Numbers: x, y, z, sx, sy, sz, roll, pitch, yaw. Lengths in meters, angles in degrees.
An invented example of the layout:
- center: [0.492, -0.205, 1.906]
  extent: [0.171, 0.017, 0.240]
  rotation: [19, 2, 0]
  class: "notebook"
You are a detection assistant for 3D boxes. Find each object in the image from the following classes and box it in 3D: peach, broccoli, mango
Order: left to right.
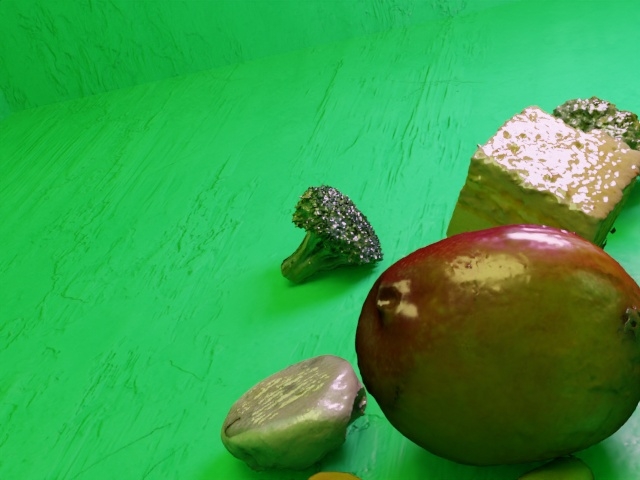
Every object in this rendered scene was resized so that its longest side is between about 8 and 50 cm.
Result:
- center: [0.000, 0.000, 1.857]
  extent: [0.194, 0.194, 0.220]
  rotation: [-23, 51, -9]
  class: "broccoli"
- center: [0.222, 0.135, 1.259]
  extent: [0.372, 0.290, 0.372]
  rotation: [-2, -15, -1]
  class: "peach"
- center: [0.266, 0.307, 1.189]
  extent: [0.091, 0.074, 0.165]
  rotation: [5, 33, 45]
  class: "mango"
- center: [0.542, -0.149, 1.812]
  extent: [0.302, 0.186, 0.254]
  rotation: [17, 4, -32]
  class: "broccoli"

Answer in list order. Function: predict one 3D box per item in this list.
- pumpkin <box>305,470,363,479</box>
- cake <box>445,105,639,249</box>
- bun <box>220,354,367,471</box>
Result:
- center: [-0.004, 0.372, 1.201]
  extent: [0.119, 0.108, 0.183]
  rotation: [12, 32, 34]
  class: "pumpkin"
- center: [0.344, -0.030, 1.588]
  extent: [0.222, 0.286, 0.227]
  rotation: [32, 47, 20]
  class: "cake"
- center: [-0.029, 0.256, 1.422]
  extent: [0.210, 0.116, 0.237]
  rotation: [-36, 17, -25]
  class: "bun"
